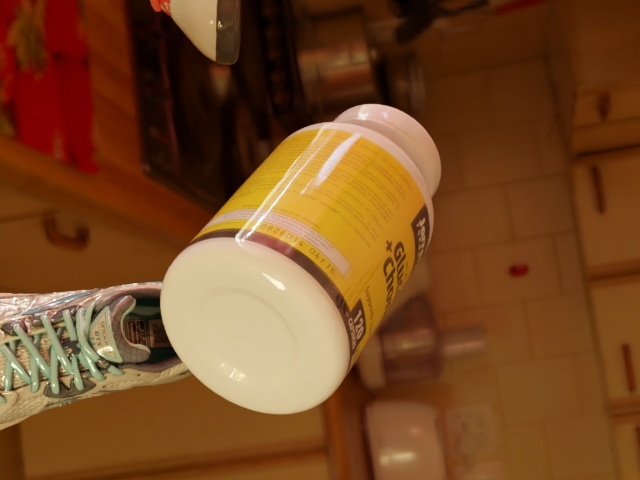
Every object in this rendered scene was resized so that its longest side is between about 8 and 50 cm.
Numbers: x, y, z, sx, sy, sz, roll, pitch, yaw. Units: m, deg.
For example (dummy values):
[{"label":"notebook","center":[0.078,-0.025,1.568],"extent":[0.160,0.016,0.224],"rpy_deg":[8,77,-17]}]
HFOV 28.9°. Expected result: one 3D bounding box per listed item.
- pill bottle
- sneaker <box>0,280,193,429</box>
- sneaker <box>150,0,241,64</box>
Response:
[{"label":"pill bottle","center":[0.000,0.000,0.667],"extent":[0.184,0.103,0.103],"rpy_deg":[-52,137,-48]},{"label":"sneaker","center":[-0.195,0.077,0.972],"extent":[0.122,0.283,0.110],"rpy_deg":[-24,-99,60]},{"label":"sneaker","center":[-0.155,-0.236,0.997],"extent":[0.090,0.145,0.270],"rpy_deg":[103,-25,-51]}]
